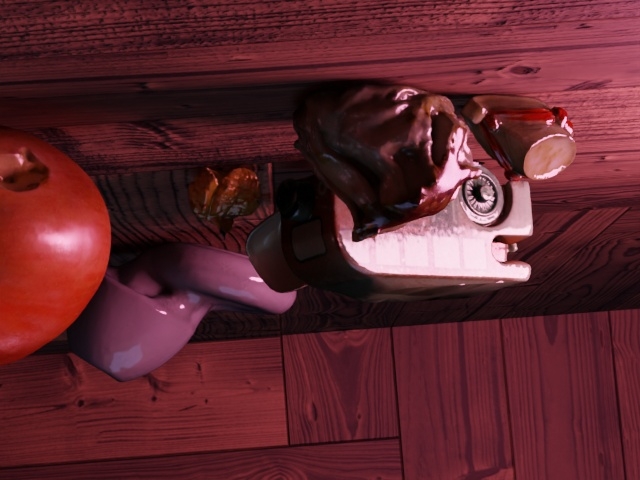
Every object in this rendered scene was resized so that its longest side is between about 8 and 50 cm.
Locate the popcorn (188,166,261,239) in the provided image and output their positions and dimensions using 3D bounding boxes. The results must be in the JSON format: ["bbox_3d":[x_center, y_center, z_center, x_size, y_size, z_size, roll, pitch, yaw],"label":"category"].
[{"bbox_3d":[-0.108,-0.040,1.904,0.084,0.084,0.084,-4,171,-1],"label":"popcorn"}]

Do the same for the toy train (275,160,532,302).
[{"bbox_3d":[0.094,-0.012,1.943,0.326,0.159,0.129,3,167,-35],"label":"toy train"}]

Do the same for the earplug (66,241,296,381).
[{"bbox_3d":[-0.197,0.087,2.383,0.326,0.175,0.214,-15,175,-5],"label":"earplug"}]

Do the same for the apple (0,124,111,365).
[{"bbox_3d":[-0.328,0.005,1.578,0.242,0.242,0.241,-8,176,22],"label":"apple"}]

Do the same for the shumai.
[{"bbox_3d":[0.059,-0.066,1.612,0.184,0.141,0.184,-4,168,-1],"label":"shumai"}]

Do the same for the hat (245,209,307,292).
[{"bbox_3d":[-0.005,0.003,2.093,0.166,0.122,0.081,-34,-177,9],"label":"hat"}]

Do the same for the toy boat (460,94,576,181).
[{"bbox_3d":[0.203,-0.103,1.682,0.089,0.071,0.185,-53,152,16],"label":"toy boat"}]
